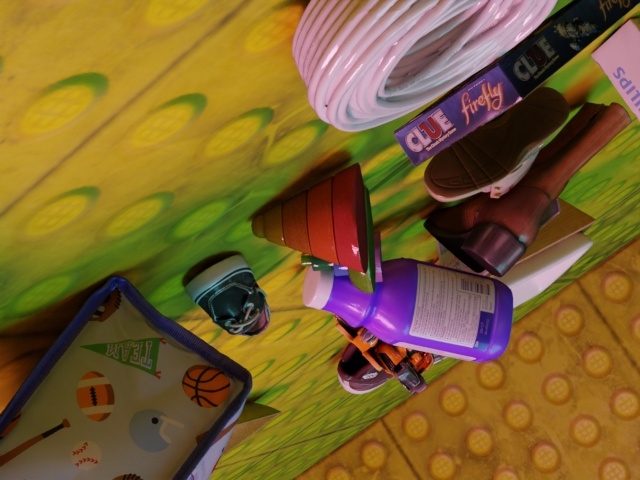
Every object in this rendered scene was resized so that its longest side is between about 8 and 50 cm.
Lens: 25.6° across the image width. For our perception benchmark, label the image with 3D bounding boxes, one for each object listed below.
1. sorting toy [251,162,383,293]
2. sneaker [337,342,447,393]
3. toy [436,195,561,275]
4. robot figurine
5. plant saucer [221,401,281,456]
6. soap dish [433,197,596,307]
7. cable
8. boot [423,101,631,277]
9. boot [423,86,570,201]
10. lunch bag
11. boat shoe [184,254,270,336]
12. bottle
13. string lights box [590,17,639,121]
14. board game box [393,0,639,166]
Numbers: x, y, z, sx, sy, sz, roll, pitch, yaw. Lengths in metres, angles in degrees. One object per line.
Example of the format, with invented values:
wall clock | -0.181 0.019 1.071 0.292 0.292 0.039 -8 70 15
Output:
sorting toy | 0.000 0.000 1.659 0.126 0.127 0.365 -4 170 5
sneaker | 0.152 0.191 2.596 0.281 0.106 0.162 -33 163 2
toy | 0.244 -0.029 2.071 0.056 0.137 0.237 32 125 -30
robot figurine | 0.089 0.127 2.052 0.085 0.211 0.291 -45 173 2
plant saucer | -0.187 0.346 2.488 0.188 0.045 0.188 -38 166 21
soap dish | 0.300 0.048 2.395 0.290 0.118 0.229 -25 165 -30
cable | 0.091 -0.192 1.151 0.257 0.089 0.257 -37 167 17
boot | 0.277 -0.090 1.943 0.280 0.096 0.264 -50 -172 -5
boot | 0.208 -0.094 1.777 0.213 0.077 0.165 -35 169 -18
lunch bag | -0.265 0.288 1.479 0.385 0.239 0.328 -52 175 -30
boat shoe | -0.098 0.071 1.676 0.077 0.070 0.219 -34 166 3
bottle | 0.117 0.084 1.891 0.282 0.118 0.092 12 164 -18
string lights box | 0.469 -0.221 1.803 0.259 0.133 0.077 -18 161 -48
board game box | 0.197 -0.173 1.385 0.243 0.042 0.165 -39 -176 -39
